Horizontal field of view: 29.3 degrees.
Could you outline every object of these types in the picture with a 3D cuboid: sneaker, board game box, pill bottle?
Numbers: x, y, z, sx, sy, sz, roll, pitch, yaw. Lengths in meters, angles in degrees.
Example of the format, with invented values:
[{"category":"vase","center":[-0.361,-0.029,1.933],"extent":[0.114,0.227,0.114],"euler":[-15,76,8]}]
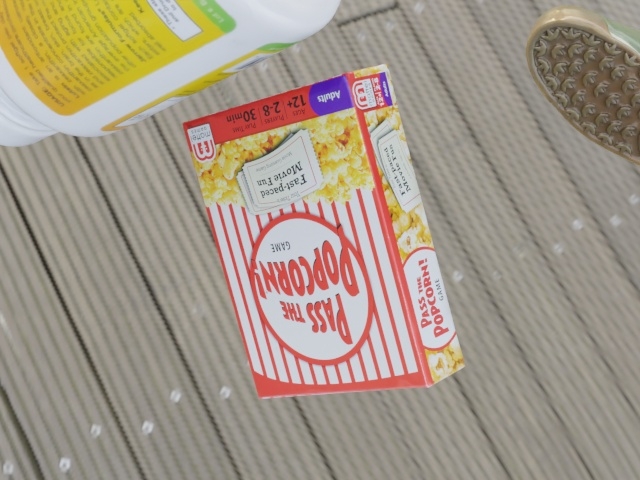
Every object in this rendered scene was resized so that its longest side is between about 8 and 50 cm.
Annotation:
[{"category":"sneaker","center":[0.211,-0.093,0.768],"extent":[0.192,0.064,0.086],"euler":[33,41,-10]},{"category":"board game box","center":[0.000,0.000,0.780],"extent":[0.045,0.146,0.194],"euler":[-21,97,-48]},{"category":"pill bottle","center":[-0.119,-0.142,0.729],"extent":[0.136,0.245,0.136],"euler":[27,54,-44]}]
